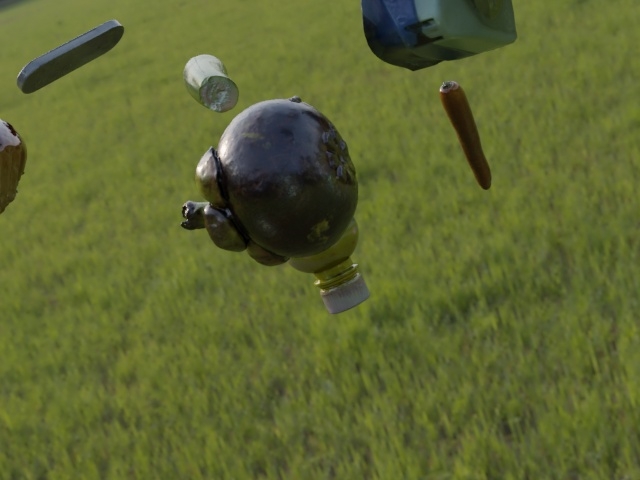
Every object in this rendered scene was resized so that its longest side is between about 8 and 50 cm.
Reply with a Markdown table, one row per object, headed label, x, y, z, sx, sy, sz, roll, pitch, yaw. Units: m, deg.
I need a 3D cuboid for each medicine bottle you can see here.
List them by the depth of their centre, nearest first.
| label | x | y | z | sx | sy | sz | roll | pitch | yaw |
| --- | --- | --- | --- | --- | --- | --- | --- | --- | --- |
| medicine bottle | 0.000 | 0.000 | 1.674 | 0.121 | 0.212 | 0.122 | -25 | 7 | 3 |

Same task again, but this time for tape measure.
| label | x | y | z | sx | sy | sz | roll | pitch | yaw |
| --- | --- | --- | --- | --- | --- | --- | --- | --- | --- |
| tape measure | 0.164 | -0.374 | 1.569 | 0.138 | 0.262 | 0.259 | -5 | 3 | 26 |

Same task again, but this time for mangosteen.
| label | x | y | z | sx | sy | sz | roll | pitch | yaw |
| --- | --- | --- | --- | --- | --- | --- | --- | --- | --- |
| mangosteen | -0.066 | -0.062 | 1.359 | 0.217 | 0.192 | 0.192 | -22 | 14 | 18 |

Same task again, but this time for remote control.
| label | x | y | z | sx | sy | sz | roll | pitch | yaw |
| --- | --- | --- | --- | --- | --- | --- | --- | --- | --- |
| remote control | -0.455 | -0.338 | 2.086 | 0.245 | 0.022 | 0.077 | -38 | -10 | -36 |

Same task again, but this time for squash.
| label | x | y | z | sx | sy | sz | roll | pitch | yaw |
| --- | --- | --- | --- | --- | --- | --- | --- | --- | --- |
| squash | -0.195 | -0.278 | 1.999 | 0.083 | 0.083 | 0.250 | -20 | 19 | -5 |

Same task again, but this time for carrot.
| label | x | y | z | sx | sy | sz | roll | pitch | yaw |
| --- | --- | --- | --- | --- | --- | --- | --- | --- | --- |
| carrot | 0.254 | -0.177 | 1.960 | 0.043 | 0.248 | 0.043 | -16 | 42 | 15 |

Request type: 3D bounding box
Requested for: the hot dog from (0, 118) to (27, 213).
| label | x | y | z | sx | sy | sz | roll | pitch | yaw |
| --- | --- | --- | --- | --- | --- | --- | --- | --- | --- |
| hot dog | -0.651 | -0.121 | 1.751 | 0.365 | 0.196 | 0.367 | 16 | 20 | 34 |
